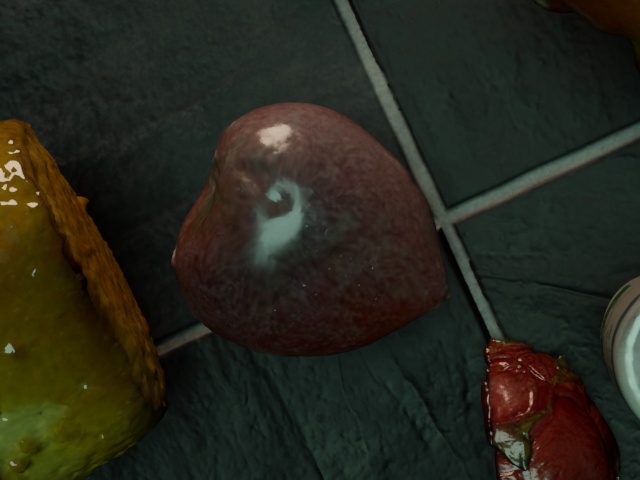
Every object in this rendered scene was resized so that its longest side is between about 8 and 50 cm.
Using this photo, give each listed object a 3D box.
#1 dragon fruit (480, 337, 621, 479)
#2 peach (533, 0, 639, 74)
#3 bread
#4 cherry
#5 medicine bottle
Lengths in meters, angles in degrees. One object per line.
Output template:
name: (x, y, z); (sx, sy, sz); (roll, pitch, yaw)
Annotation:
dragon fruit: (0.214, 0.166, 0.947); (0.127, 0.120, 0.161); (-8, 85, 5)
peach: (0.343, -0.285, 0.818); (0.406, 0.310, 0.335); (-38, 47, -2)
bread: (-0.276, 0.069, 0.927); (0.204, 0.337, 0.358); (-22, 115, -2)
cherry: (-0.009, -0.003, 0.951); (0.239, 0.206, 0.239); (-4, 101, -23)
medicine bottle: (0.307, 0.089, 0.866); (0.139, 0.237, 0.139); (0, 91, 9)
